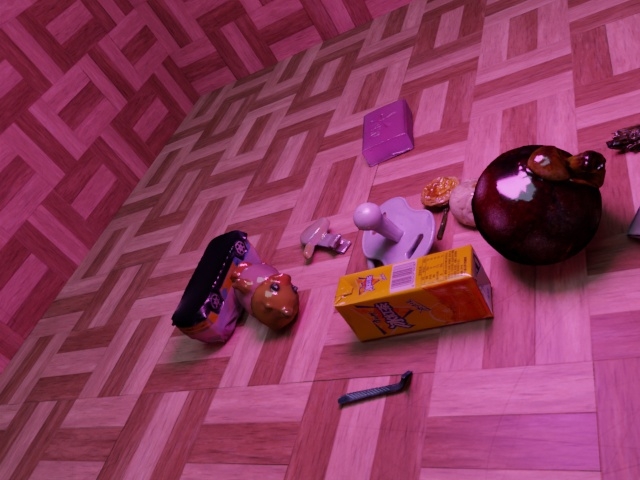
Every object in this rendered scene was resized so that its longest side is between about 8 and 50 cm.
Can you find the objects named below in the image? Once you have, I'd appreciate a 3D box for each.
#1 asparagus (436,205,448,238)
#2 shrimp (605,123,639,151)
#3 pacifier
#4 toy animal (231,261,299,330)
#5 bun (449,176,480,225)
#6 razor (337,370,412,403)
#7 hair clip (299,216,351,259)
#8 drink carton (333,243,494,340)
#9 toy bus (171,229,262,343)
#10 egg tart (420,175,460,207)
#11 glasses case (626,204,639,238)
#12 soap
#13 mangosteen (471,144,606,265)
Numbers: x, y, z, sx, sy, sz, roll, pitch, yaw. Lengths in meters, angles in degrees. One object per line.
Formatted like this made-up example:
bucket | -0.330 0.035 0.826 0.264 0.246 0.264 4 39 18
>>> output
asparagus | 0.350 -0.053 1.637 0.018 0.015 0.127 -8 42 34
shrimp | 0.847 -0.235 1.373 0.290 0.054 0.222 -8 42 30
pacifier | 0.173 -0.023 1.581 0.238 0.226 0.287 -54 31 6
toy animal | -0.157 0.163 1.708 0.281 0.195 0.169 19 101 56
bun | 0.438 -0.120 1.554 0.188 0.111 0.164 1 45 48
razor | 0.124 0.349 1.329 0.190 0.033 0.066 -25 -10 21
hair clip | -0.003 0.001 1.857 0.159 0.071 0.218 -50 31 -16
drink carton | 0.223 0.136 1.390 0.351 0.154 0.111 -17 37 27
toy bus | -0.320 0.160 1.850 0.171 0.162 0.386 -17 37 33
egg tart | 0.360 -0.138 1.703 0.130 0.052 0.130 -24 33 17
glasses case | 0.781 -0.117 1.245 0.308 0.083 0.128 -60 20 -10
soap | 0.246 -0.401 2.110 0.181 0.081 0.259 -20 36 24
mangosteen | 0.491 -0.094 1.308 0.297 0.293 0.297 -13 43 12
